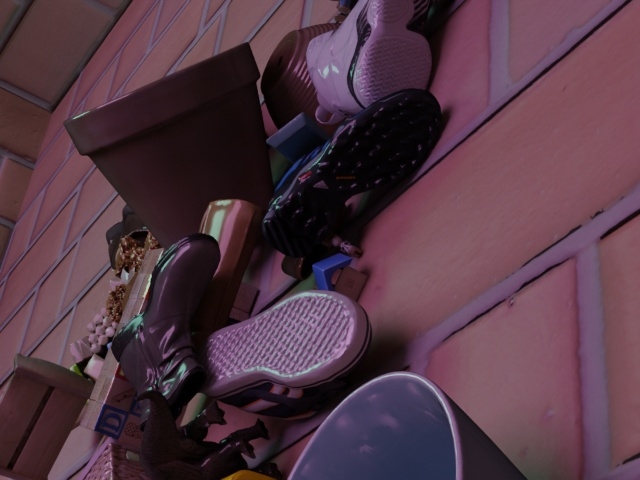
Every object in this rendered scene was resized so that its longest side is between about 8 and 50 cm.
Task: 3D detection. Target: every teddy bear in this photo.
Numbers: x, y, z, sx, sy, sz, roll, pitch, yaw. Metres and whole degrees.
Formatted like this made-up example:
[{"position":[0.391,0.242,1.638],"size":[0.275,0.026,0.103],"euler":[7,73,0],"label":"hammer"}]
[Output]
[{"position":[-0.284,0.090,2.101],"size":[0.338,0.113,0.245],"euler":[-19,66,56],"label":"teddy bear"}]

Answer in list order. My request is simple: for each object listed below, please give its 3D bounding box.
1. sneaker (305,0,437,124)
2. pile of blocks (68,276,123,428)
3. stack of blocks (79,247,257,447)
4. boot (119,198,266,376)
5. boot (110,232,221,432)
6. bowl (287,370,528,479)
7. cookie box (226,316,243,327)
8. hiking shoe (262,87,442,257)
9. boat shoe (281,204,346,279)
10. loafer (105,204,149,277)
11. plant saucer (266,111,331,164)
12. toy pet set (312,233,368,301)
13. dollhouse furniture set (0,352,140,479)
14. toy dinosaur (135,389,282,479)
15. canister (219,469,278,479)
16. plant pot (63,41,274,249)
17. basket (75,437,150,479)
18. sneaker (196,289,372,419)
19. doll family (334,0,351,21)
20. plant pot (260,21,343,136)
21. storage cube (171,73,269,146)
[{"position":[0.086,-0.336,1.743],"size":[0.210,0.137,0.366],"euler":[-13,58,59],"label":"sneaker"},{"position":[-0.399,0.222,2.286],"size":[0.362,0.149,0.112],"euler":[-56,-21,-5],"label":"pile of blocks"},{"position":[-0.235,0.180,1.850],"size":[0.087,0.171,0.297],"euler":[-7,60,64],"label":"stack of blocks"},{"position":[-0.181,0.083,1.709],"size":[0.236,0.089,0.269],"euler":[-2,70,52],"label":"boot"},{"position":[-0.180,0.126,1.559],"size":[0.246,0.083,0.161],"euler":[-57,43,22],"label":"boot"},{"position":[0.088,0.288,1.045],"size":[0.311,0.163,0.311],"euler":[-48,27,35],"label":"bowl"},{"position":[-0.089,0.144,1.676],"size":[0.107,0.092,0.040],"euler":[13,82,66],"label":"cookie box"},{"position":[0.032,-0.114,1.618],"size":[0.304,0.113,0.132],"euler":[-39,26,18],"label":"hiking shoe"},{"position":[0.000,0.000,1.701],"size":[0.045,0.050,0.135],"euler":[32,89,44],"label":"boat shoe"},{"position":[-0.334,0.009,2.344],"size":[0.366,0.134,0.130],"euler":[147,120,-67],"label":"loafer"},{"position":[-0.009,-0.124,1.693],"size":[0.067,0.192,0.018],"euler":[-37,64,9],"label":"plant saucer"},{"position":[0.007,0.052,1.599],"size":[0.122,0.065,0.114],"euler":[-65,22,-1],"label":"toy pet set"},{"position":[-0.478,0.330,1.980],"size":[0.303,0.355,0.174],"euler":[-60,22,12],"label":"dollhouse furniture set"},{"position":[-0.157,0.288,1.529],"size":[0.160,0.313,0.121],"euler":[-33,59,13],"label":"toy dinosaur"},{"position":[-0.105,0.343,1.456],"size":[0.170,0.126,0.073],"euler":[-34,38,47],"label":"canister"},{"position":[-0.209,-0.133,1.924],"size":[0.323,0.280,0.323],"euler":[-23,11,5],"label":"plant pot"},{"position":[-0.322,0.411,1.876],"size":[0.167,0.113,0.103],"euler":[-52,29,26],"label":"basket"},{"position":[-0.023,0.148,1.493],"size":[0.321,0.127,0.126],"euler":[-18,52,49],"label":"sneaker"},{"position":[0.056,-0.467,2.037],"size":[0.193,0.076,0.111],"euler":[-44,34,46],"label":"doll family"},{"position":[-0.023,-0.271,1.952],"size":[0.237,0.110,0.237],"euler":[-46,28,34],"label":"plant pot"},{"position":[-0.227,-0.173,2.196],"size":[0.215,0.184,0.193],"euler":[-60,21,11],"label":"storage cube"}]
